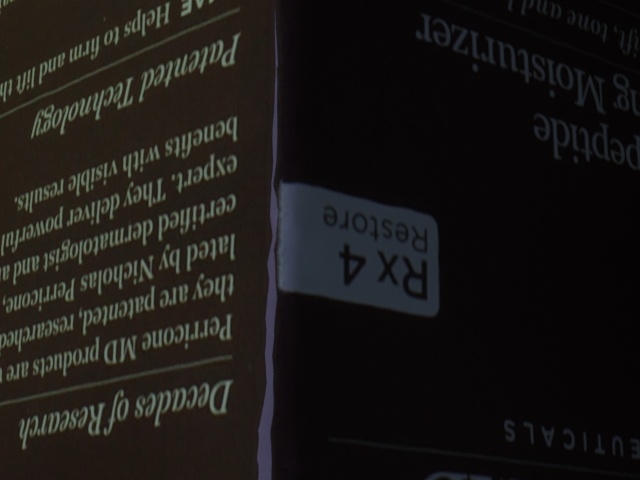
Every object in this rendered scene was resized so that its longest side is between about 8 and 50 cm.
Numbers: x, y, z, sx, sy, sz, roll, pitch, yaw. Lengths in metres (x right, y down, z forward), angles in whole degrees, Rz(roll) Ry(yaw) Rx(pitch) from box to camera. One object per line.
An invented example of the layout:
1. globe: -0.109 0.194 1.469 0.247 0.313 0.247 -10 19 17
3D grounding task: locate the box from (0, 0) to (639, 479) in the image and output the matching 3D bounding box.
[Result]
1. box: 0.000 0.000 0.442 0.167 0.168 0.203 -16 68 46
